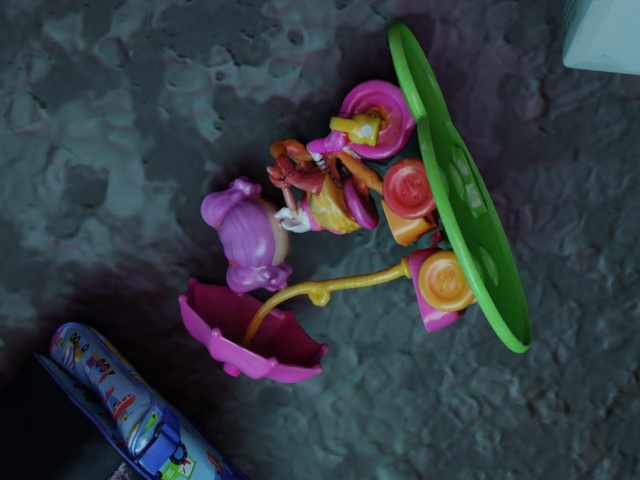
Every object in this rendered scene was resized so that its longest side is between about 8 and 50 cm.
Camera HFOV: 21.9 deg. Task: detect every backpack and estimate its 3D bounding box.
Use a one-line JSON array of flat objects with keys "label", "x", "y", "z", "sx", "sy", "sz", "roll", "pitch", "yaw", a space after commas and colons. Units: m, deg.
[{"label": "backpack", "x": -0.093, "y": 0.147, "z": 0.842, "sx": 0.117, "sy": 0.158, "sz": 0.173, "roll": -45, "pitch": 120, "yaw": -7}]

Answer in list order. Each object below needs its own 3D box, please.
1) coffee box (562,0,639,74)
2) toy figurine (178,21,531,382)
[{"label": "coffee box", "x": 0.189, "y": -0.216, "z": 0.660, "sx": 0.168, "sy": 0.119, "sz": 0.297, "roll": 5, "pitch": 67, "yaw": -5}, {"label": "toy figurine", "x": 0.000, "y": 0.000, "z": 0.825, "sx": 0.159, "sy": 0.130, "sz": 0.173, "roll": -21, "pitch": 87, "yaw": 14}]
